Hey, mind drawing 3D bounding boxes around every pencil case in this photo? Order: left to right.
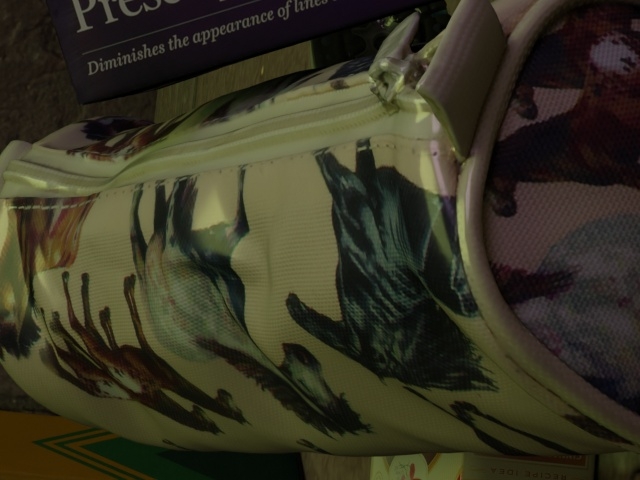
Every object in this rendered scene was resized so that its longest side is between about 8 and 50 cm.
[{"bbox_3d":[0.000,0.000,0.674,0.410,0.183,0.160,-8,38,56],"label":"pencil case"}]

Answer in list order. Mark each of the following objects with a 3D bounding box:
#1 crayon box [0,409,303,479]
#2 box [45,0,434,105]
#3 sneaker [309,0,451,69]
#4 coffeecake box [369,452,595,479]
[{"bbox_3d":[-0.188,0.243,1.316,0.081,0.319,0.202,-104,24,-58],"label":"crayon box"},{"bbox_3d":[0.010,-0.177,0.650,0.103,0.261,0.184,-34,-72,-75],"label":"box"},{"bbox_3d":[0.046,-0.014,0.979,0.122,0.110,0.283,83,-171,-61],"label":"sneaker"},{"bbox_3d":[0.078,0.054,0.806,0.142,0.068,0.185,151,125,-73],"label":"coffeecake box"}]
